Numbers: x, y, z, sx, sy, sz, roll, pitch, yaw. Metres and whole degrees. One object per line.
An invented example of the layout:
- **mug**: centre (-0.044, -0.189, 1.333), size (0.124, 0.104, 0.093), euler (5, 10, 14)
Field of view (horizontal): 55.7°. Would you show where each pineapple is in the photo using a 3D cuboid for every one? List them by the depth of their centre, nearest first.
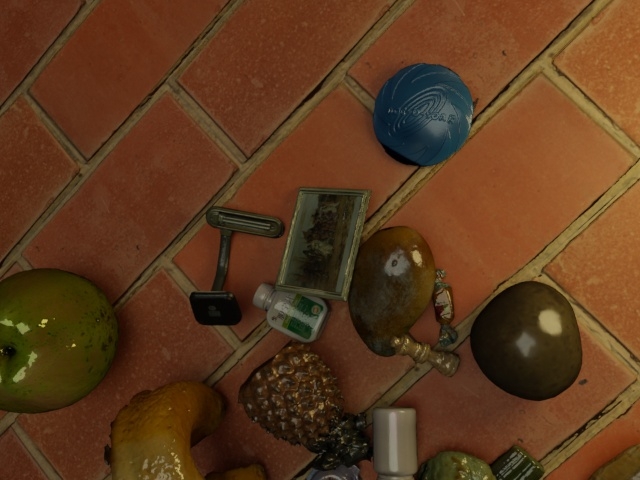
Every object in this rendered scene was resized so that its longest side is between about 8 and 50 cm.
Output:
- **pineapple**: centre (-0.014, 0.417, 1.414), size (0.223, 0.223, 0.357), euler (-44, 90, 10)

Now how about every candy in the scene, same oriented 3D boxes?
- **candy**: centre (0.287, 0.155, 1.411), size (0.053, 0.046, 0.182), euler (-9, 82, 18)

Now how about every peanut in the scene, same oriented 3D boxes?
- **peanut**: centre (0.662, 0.505, 1.265), size (0.224, 0.129, 0.129), euler (-44, 79, 13)

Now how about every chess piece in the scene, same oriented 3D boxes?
- **chess piece**: centre (0.232, 0.256, 1.377), size (0.172, 0.060, 0.060), euler (25, 96, -19)

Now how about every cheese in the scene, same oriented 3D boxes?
- **cheese**: centre (0.010, 0.635, 1.471), size (0.135, 0.052, 0.245), euler (34, 97, 13)

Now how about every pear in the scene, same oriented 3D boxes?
- **pear**: centre (-0.706, 0.255, 1.505), size (0.390, 0.391, 0.391), euler (0, 89, 15)

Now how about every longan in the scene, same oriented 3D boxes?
- **longan**: centre (0.444, 0.219, 1.289), size (0.245, 0.215, 0.246), euler (-2, 112, -4)

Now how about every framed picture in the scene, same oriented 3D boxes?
- **framed picture**: centre (0.000, 0.000, 1.436), size (0.217, 0.017, 0.275), euler (4, 76, 35)

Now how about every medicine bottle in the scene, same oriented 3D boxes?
- **medicine bottle**: centre (0.171, 0.479, 1.390), size (0.102, 0.103, 0.187), euler (-3, 78, 15)
- **medicine bottle**: centre (-0.073, 0.169, 1.493), size (0.183, 0.069, 0.119), euler (25, 91, 15)

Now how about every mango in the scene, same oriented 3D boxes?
- **mango**: centre (0.160, 0.119, 1.401), size (0.192, 0.146, 0.317), euler (15, 109, 16)

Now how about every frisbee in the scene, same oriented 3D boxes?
- **frisbee**: centre (0.233, -0.293, 1.413), size (0.242, 0.045, 0.242), euler (2, 95, 24)

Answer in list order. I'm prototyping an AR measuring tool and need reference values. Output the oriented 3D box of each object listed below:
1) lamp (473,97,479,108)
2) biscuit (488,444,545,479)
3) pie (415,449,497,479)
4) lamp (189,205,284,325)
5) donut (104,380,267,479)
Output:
- **lamp**: centre (0.306, -0.330, 1.421), size (0.121, 0.041, 0.054), euler (26, 104, 16)
- **biscuit**: centre (0.370, 0.604, 1.387), size (0.099, 0.038, 0.322), euler (43, 99, 8)
- **pie**: centre (0.280, 0.594, 1.359), size (0.201, 0.090, 0.248), euler (13, 79, 39)
- **lamp**: centre (-0.199, 0.068, 1.501), size (0.203, 0.124, 0.283), euler (2, 61, 9)
- **donut**: centre (-0.289, 0.529, 1.395), size (0.163, 0.377, 0.435), euler (-30, 87, 13)
